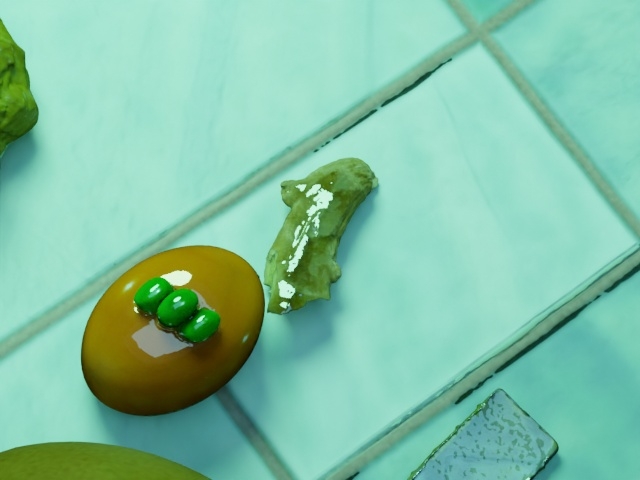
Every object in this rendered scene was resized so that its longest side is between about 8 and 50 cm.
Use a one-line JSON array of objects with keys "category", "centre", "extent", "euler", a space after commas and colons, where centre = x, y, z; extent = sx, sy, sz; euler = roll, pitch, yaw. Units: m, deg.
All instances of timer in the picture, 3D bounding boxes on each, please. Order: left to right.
[{"category": "timer", "centre": [-0.096, 0.053, 1.027], "extent": [0.099, 0.136, 0.136], "euler": [43, 74, 13]}]

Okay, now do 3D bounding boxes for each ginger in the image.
[{"category": "ginger", "centre": [-0.005, -0.002, 1.093], "extent": [0.057, 0.044, 0.137], "euler": [9, 64, 28]}]

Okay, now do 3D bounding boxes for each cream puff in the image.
[{"category": "cream puff", "centre": [-0.262, -0.106, 1.062], "extent": [0.146, 0.116, 0.146], "euler": [1, 77, -4]}]

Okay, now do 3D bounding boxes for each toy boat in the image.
[{"category": "toy boat", "centre": [0.102, 0.159, 1.067], "extent": [0.063, 0.016, 0.115], "euler": [44, 74, 8]}]

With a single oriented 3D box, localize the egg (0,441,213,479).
[{"category": "egg", "centre": [-0.110, 0.278, 0.874], "extent": [0.282, 0.282, 0.351], "euler": [-37, 91, -14]}]
